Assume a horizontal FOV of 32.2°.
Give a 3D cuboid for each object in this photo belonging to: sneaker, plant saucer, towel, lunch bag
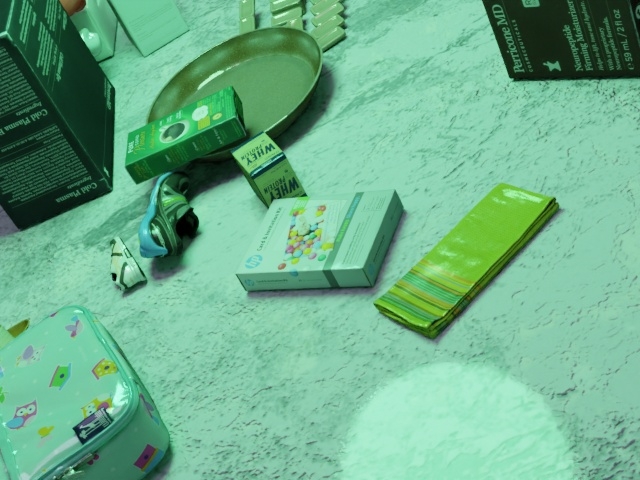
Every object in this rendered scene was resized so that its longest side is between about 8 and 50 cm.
[{"bbox_3d":[-0.285,0.032,1.569,0.044,0.040,0.109,-35,36,-5],"label":"sneaker"},{"bbox_3d":[-0.131,-0.224,1.760,0.311,0.050,0.310,-16,41,15],"label":"plant saucer"},{"bbox_3d":[0.172,0.016,1.312,0.237,0.021,0.102,-43,40,-20],"label":"towel"},{"bbox_3d":[-0.317,0.214,1.313,0.224,0.108,0.279,-34,37,-9],"label":"lunch bag"},{"bbox_3d":[-0.211,-0.033,1.592,0.078,0.067,0.188,7,35,-1],"label":"sneaker"}]

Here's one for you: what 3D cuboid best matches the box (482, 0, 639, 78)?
[{"bbox_3d":[0.351,-0.332,1.491,0.203,0.168,0.167,4,48,36],"label":"box"}]

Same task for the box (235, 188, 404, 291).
[{"bbox_3d":[0.000,0.000,1.428,0.186,0.038,0.145,-4,42,31],"label":"box"}]

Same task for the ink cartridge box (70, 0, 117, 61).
[{"bbox_3d":[-0.553,-0.404,2.196,0.283,0.117,0.207,-21,37,10],"label":"ink cartridge box"}]

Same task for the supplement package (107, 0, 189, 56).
[{"bbox_3d":[-0.342,-0.455,2.071,0.105,0.179,0.105,-32,37,-6],"label":"supplement package"}]

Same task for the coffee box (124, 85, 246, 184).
[{"bbox_3d":[-0.203,-0.158,1.658,0.184,0.040,0.113,-24,33,7],"label":"coffee box"}]

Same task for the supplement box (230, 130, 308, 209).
[{"bbox_3d":[-0.072,-0.092,1.544,0.056,0.083,0.083,-34,38,-6],"label":"supplement box"}]

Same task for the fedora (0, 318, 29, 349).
[{"bbox_3d":[-0.481,0.146,1.476,0.194,0.079,0.194,-35,11,8],"label":"fedora"}]

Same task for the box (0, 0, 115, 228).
[{"bbox_3d":[-0.489,-0.254,1.814,0.179,0.312,0.343,-23,36,8],"label":"box"}]

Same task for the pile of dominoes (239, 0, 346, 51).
[{"bbox_3d":[-0.045,-0.373,1.923,0.196,0.040,0.251,-17,46,14],"label":"pile of dominoes"}]

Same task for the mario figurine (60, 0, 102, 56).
[{"bbox_3d":[-0.528,-0.373,2.043,0.320,0.198,0.170,-49,38,21],"label":"mario figurine"}]
